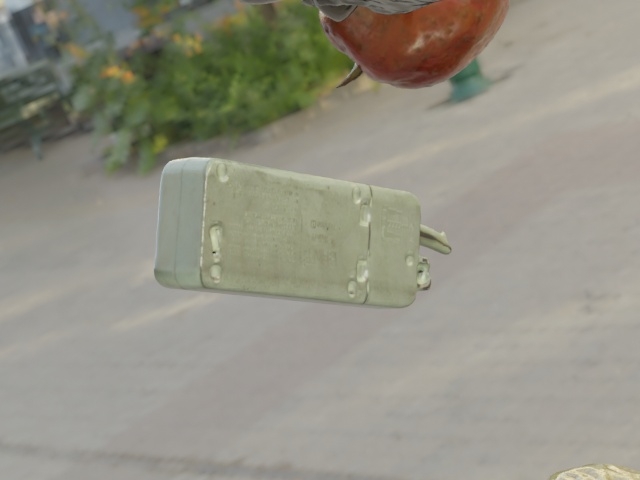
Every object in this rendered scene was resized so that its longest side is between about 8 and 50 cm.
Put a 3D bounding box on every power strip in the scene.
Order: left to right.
[{"bbox_3d":[0.000,0.000,1.179,0.053,0.093,0.288,-1,-7,41],"label":"power strip"}]

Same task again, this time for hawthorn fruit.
[{"bbox_3d":[0.081,-0.225,1.575,0.200,0.179,0.179,-57,6,14],"label":"hawthorn fruit"}]

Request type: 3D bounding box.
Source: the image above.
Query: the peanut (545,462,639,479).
[{"bbox_3d":[0.399,0.373,1.879,0.192,0.387,0.170,-16,55,52],"label":"peanut"}]

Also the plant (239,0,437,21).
[{"bbox_3d":[0.028,-0.273,1.292,0.194,0.182,0.320,14,2,-31],"label":"plant"}]
